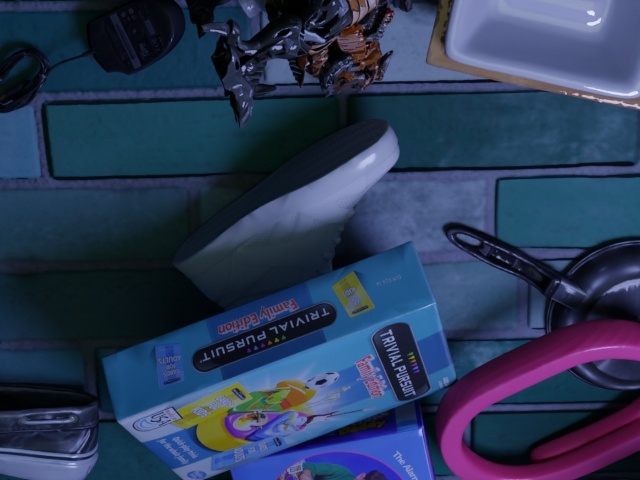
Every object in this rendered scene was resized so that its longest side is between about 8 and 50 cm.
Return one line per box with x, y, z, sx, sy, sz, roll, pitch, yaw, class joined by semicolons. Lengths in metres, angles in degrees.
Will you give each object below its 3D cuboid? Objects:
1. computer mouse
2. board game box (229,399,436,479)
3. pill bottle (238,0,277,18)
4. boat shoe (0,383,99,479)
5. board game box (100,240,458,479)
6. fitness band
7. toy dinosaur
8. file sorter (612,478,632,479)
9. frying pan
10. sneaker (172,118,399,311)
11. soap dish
-0.251;-0.197;1.328;0.242;0.041;0.071;-19;102;15;computer mouse
0.041;0.378;1.532;0.233;0.078;0.347;-11;112;5;board game box
-0.045;-0.264;1.290;0.083;0.043;0.043;-29;109;11;pill bottle
-0.422;0.195;1.453;0.335;0.121;0.119;9;104;-15;boat shoe
-0.031;0.142;1.339;0.336;0.079;0.254;-21;153;2;board game box
0.272;0.194;1.425;0.291;0.054;0.209;-30;130;20;fitness band
-0.017;-0.240;1.193;0.218;0.164;0.322;-22;133;-4;toy dinosaur
0.365;0.459;1.488;0.193;0.173;0.277;26;116;31;file sorter
0.319;0.050;1.419;0.197;0.053;0.326;-39;110;14;frying pan
0.000;0.000;1.372;0.292;0.108;0.169;-33;110;23;sneaker
0.245;-0.293;1.219;0.229;0.118;0.290;12;105;0;soap dish
